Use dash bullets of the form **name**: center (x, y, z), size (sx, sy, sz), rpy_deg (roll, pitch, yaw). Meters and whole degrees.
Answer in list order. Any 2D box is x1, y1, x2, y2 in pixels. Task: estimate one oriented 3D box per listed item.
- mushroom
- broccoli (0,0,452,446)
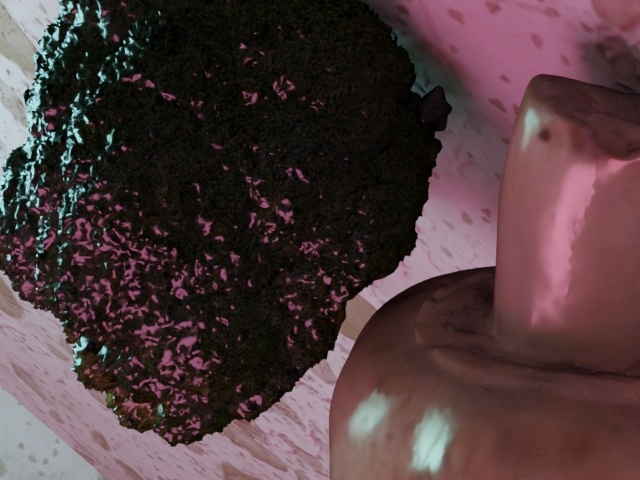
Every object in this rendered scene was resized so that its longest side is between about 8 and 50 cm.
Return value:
- **mushroom**: center (0.157, 0.070, 1.066), size (0.314, 0.314, 0.336), rpy_deg (26, 123, 33)
- **broccoli**: center (-0.072, -0.038, 1.204), size (0.304, 0.321, 0.283), rpy_deg (45, -168, 18)
